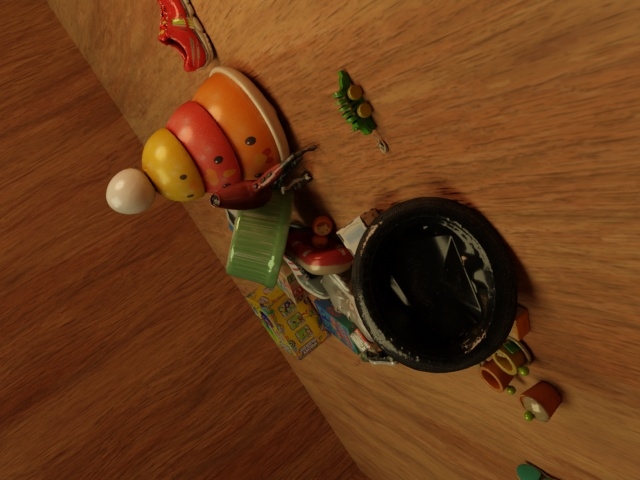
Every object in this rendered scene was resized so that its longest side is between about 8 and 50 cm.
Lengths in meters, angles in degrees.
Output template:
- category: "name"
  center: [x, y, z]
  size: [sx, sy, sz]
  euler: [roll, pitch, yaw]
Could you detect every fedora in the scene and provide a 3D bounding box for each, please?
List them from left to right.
- category: "fedora"
  center: [0.222, 0.082, 1.160]
  size: [0.334, 0.334, 0.152]
  euler: [51, -166, 8]

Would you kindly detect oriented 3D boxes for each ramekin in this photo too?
- category: "ramekin"
  center: [-0.182, -0.019, 1.746]
  size: [0.148, 0.303, 0.303]
  euler: [11, 163, -8]

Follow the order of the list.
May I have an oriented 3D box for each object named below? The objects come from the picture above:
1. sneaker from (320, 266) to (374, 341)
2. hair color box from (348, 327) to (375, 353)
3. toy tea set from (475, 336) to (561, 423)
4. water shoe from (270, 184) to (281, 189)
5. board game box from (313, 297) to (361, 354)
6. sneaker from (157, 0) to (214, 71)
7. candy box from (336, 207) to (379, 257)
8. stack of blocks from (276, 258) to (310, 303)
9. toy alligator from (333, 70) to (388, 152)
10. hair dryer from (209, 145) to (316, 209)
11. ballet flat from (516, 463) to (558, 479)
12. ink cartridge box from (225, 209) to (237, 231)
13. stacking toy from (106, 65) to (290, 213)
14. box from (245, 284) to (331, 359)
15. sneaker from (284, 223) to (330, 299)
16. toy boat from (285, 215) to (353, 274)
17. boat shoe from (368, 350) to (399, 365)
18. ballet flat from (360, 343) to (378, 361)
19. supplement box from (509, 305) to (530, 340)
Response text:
- category: "sneaker"
  center: [0.100, 0.192, 1.785]
  size: [0.281, 0.105, 0.115]
  euler: [57, 135, 23]
- category: "hair color box"
  center: [0.148, 0.287, 1.835]
  size: [0.043, 0.141, 0.072]
  euler: [-42, 83, 29]
- category: "toy tea set"
  center: [0.360, 0.283, 1.310]
  size: [0.336, 0.124, 0.200]
  euler: [29, 150, 52]
- category: "water shoe"
  center: [-0.163, -0.181, 1.889]
  size: [0.203, 0.073, 0.080]
  euler: [55, -154, -43]
- category: "board game box"
  center: [0.072, 0.312, 2.206]
  size: [0.210, 0.047, 0.160]
  euler: [33, 152, 46]
- category: "sneaker"
  center: [-0.401, -0.592, 1.620]
  size: [0.279, 0.118, 0.107]
  euler: [59, 161, -16]
- category: "candy box"
  center: [0.138, 0.029, 1.357]
  size: [0.196, 0.070, 0.165]
  euler: [53, -160, 2]
- category: "stack of blocks"
  center: [-0.166, 0.097, 2.340]
  size: [0.297, 0.087, 0.171]
  euler: [39, 157, 38]
- category: "toy alligator"
  center: [0.072, -0.245, 1.182]
  size: [0.189, 0.051, 0.056]
  euler: [59, 162, -16]
- category: "hair dryer"
  center: [-0.152, -0.159, 1.535]
  size: [0.080, 0.294, 0.223]
  euler: [57, 167, 16]
- category: "ballet flat"
  center: [0.574, 0.630, 1.524]
  size: [0.052, 0.057, 0.168]
  euler: [49, 164, -19]
- category: "ink cartridge box"
  center: [-0.231, -0.078, 2.115]
  size: [0.223, 0.129, 0.307]
  euler: [47, 161, 21]
- category: "stacking toy"
  center: [-0.353, -0.214, 1.606]
  size: [0.350, 0.480, 0.350]
  euler: [47, 161, 21]
- category: "box"
  center: [-0.143, 0.325, 2.561]
  size: [0.279, 0.177, 0.290]
  euler: [58, 162, -17]
- category: "sneaker"
  center: [-0.054, 0.054, 1.945]
  size: [0.295, 0.124, 0.178]
  euler: [49, 171, 19]
- category: "toy boat"
  center: [0.000, 0.000, 1.719]
  size: [0.231, 0.151, 0.151]
  euler: [35, 125, 44]
- category: "boat shoe"
  center: [0.211, 0.389, 1.989]
  size: [0.142, 0.049, 0.040]
  euler: [-9, 107, 53]
- category: "ballet flat"
  center: [0.173, 0.371, 2.062]
  size: [0.070, 0.070, 0.188]
  euler: [44, 161, 28]
- category: "supplement box"
  center: [0.367, 0.149, 1.190]
  size: [0.098, 0.036, 0.062]
  euler: [33, 152, 48]
